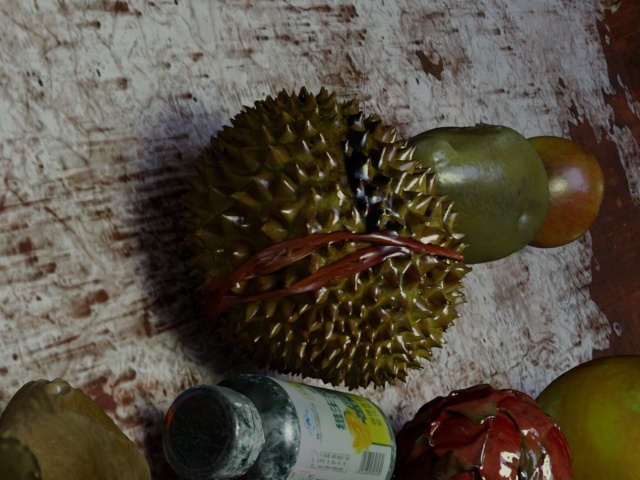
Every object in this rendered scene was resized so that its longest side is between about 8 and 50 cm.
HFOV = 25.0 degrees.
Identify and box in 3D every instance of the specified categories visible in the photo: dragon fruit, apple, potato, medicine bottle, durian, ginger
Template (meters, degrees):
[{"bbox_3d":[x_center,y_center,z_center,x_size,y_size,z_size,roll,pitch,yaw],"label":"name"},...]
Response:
[{"bbox_3d":[0.204,0.315,1.844,0.244,0.244,0.299,56,23,-21],"label":"dragon fruit"},{"bbox_3d":[0.463,0.367,2.132,0.384,0.374,0.374,47,34,-13],"label":"apple"},{"bbox_3d":[0.197,-0.071,2.114,0.351,0.218,0.202,13,62,-53],"label":"potato"},{"bbox_3d":[0.378,-0.086,2.454,0.196,0.196,0.196,37,42,-43],"label":"apple"},{"bbox_3d":[-0.046,0.225,1.594,0.293,0.141,0.141,18,57,-54],"label":"medicine bottle"},{"bbox_3d":[0.003,0.001,1.667,0.384,0.347,0.347,47,18,30],"label":"durian"},{"bbox_3d":[-0.227,0.256,1.291,0.221,0.130,0.276,27,55,-62],"label":"ginger"}]
